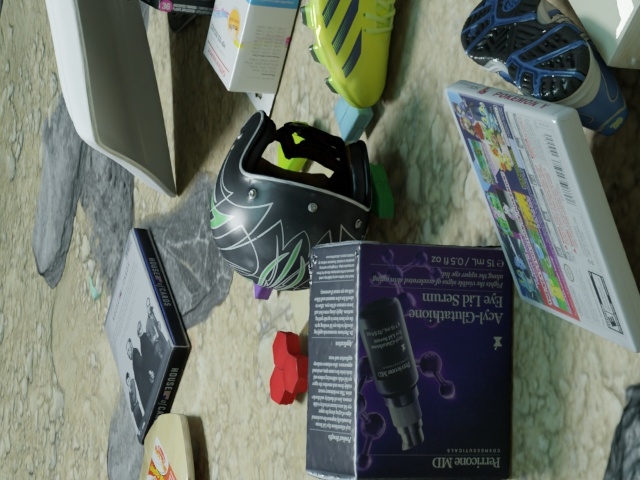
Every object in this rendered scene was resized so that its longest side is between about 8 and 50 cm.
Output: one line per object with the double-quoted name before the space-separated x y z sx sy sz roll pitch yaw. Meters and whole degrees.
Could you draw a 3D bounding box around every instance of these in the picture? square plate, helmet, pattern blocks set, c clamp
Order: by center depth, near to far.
"helmet" -0.029 -0.030 1.797 0.169 0.169 0.161 124 157 -49
"pattern blocks set" 0.000 0.000 1.955 0.325 0.026 0.285 129 137 -54
"square plate" -0.270 -0.241 2.289 0.347 0.049 0.344 42 -146 -76
"c clamp" -0.180 -0.341 2.403 0.160 0.022 0.137 167 104 -66

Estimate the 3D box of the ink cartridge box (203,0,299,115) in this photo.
"ink cartridge box" -0.082 -0.237 2.121 0.104 0.061 0.181 -123 41 -53

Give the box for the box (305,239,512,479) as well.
"box" 0.077 0.106 1.619 0.108 0.153 0.207 173 98 -65

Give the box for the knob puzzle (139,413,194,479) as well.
"knob puzzle" -0.183 0.303 2.335 0.213 0.030 0.213 -177 90 -67

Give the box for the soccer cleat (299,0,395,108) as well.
"soccer cleat" 0.045 -0.271 1.806 0.093 0.121 0.289 -35 -59 -67

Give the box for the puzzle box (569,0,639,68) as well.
"puzzle box" 0.264 -0.365 1.365 0.272 0.052 0.409 -110 32 -42

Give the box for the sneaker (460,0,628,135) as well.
"sneaker" 0.177 -0.144 1.487 0.080 0.081 0.211 -45 32 13

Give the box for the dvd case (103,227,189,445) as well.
"dvd case" -0.235 0.126 2.472 0.239 0.029 0.179 -113 34 -46

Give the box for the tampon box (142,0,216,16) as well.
"tampon box" -0.138 -0.350 2.187 0.101 0.120 0.161 -145 60 -64

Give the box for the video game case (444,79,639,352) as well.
"video game case" 0.177 -0.023 1.450 0.183 0.023 0.201 27 142 64
